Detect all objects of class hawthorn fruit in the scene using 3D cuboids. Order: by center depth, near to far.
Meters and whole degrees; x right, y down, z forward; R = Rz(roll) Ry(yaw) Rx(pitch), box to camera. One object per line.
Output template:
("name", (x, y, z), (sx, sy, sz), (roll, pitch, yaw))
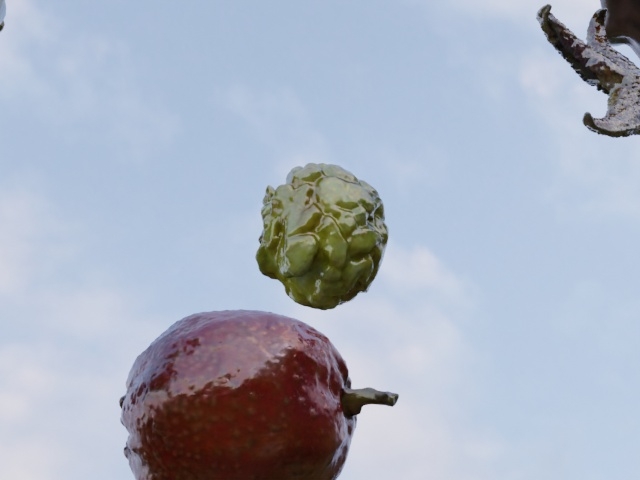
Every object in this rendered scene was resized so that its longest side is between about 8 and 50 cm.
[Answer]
("hawthorn fruit", (-0.054, 0.161, 1.401), (0.253, 0.205, 0.205), (-4, -43, 1))

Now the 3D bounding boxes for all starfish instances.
("starfish", (0.252, -0.113, 1.247), (0.057, 0.238, 0.213), (-42, -88, 19))

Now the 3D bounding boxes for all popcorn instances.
("popcorn", (0.000, 0.000, 1.232), (0.116, 0.121, 0.106), (-28, -26, -18))

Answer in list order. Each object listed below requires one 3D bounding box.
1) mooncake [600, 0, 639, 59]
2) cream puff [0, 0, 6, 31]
("mooncake", (0.418, -0.358, 1.758), (0.333, 0.174, 0.326), (24, -66, 20))
("cream puff", (-0.410, -0.213, 1.315), (0.275, 0.378, 0.378), (-20, -34, -36))
